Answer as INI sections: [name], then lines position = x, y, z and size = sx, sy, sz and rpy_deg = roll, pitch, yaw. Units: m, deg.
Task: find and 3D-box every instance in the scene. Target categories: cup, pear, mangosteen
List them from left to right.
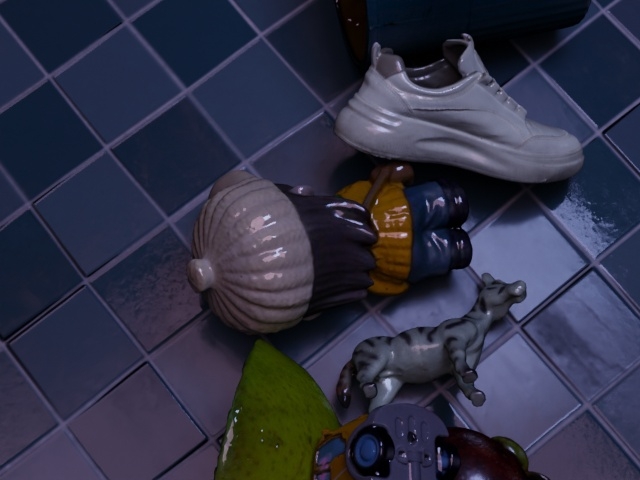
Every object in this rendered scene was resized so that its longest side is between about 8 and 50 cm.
[pear]
position = -0.050, 0.240, 1.503
size = 0.139, 0.239, 0.288
rpy_deg = 10, 69, 11
[cup]
position = 0.165, -0.362, 1.738
size = 0.292, 0.308, 0.242
rpy_deg = -10, 105, -6
[mangosteen]
position = 0.171, 0.288, 1.543
size = 0.200, 0.200, 0.200
rpy_deg = 0, 72, -2

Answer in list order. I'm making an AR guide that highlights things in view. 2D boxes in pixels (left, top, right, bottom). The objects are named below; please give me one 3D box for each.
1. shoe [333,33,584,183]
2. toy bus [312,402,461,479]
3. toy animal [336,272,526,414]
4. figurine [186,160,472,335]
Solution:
[shoe]
position = 0.179, -0.168, 1.654
size = 0.316, 0.124, 0.159
rpy_deg = 4, 112, -17
[toy bus]
position = 0.061, 0.280, 1.428
size = 0.126, 0.136, 0.209
rpy_deg = 15, 66, -41
[toy animal]
position = 0.144, 0.137, 1.598
size = 0.255, 0.170, 0.090
rpy_deg = -23, 115, -13
[figurine]
position = 0.012, 0.004, 1.602
size = 0.332, 0.204, 0.185
rpy_deg = -6, 100, 0
